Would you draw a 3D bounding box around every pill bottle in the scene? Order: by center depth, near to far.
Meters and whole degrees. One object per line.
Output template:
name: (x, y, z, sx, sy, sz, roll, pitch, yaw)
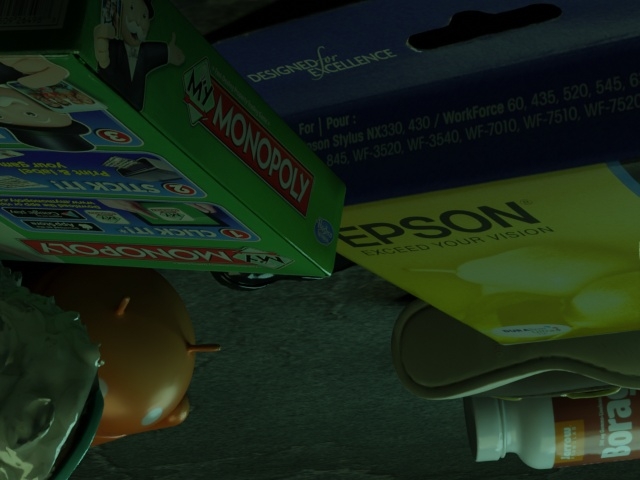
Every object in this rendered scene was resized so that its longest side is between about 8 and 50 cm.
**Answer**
pill bottle: (0.249, 0.154, 1.403, 0.216, 0.121, 0.121, -7, 163, -1)

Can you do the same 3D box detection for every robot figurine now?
robot figurine: (-0.177, 0.082, 1.010, 0.219, 0.158, 0.128, -19, -172, 36)

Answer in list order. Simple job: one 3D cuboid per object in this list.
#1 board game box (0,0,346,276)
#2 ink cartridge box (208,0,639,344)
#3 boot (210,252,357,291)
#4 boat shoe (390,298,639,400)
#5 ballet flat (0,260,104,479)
board game box: (-0.175, -0.045, 0.587, 0.317, 0.046, 0.213, 2, 162, 23)
ink cartridge box: (0.138, -0.031, 0.715, 0.304, 0.072, 0.307, -9, 157, 39)
boot: (0.000, 0.001, 0.953, 0.121, 0.045, 0.099, 1, 165, -46)
boat shoe: (0.209, 0.066, 1.130, 0.324, 0.116, 0.097, -15, 166, 38)
ballet flat: (-0.236, 0.046, 0.800, 0.147, 0.147, 0.409, 3, 180, -28)
